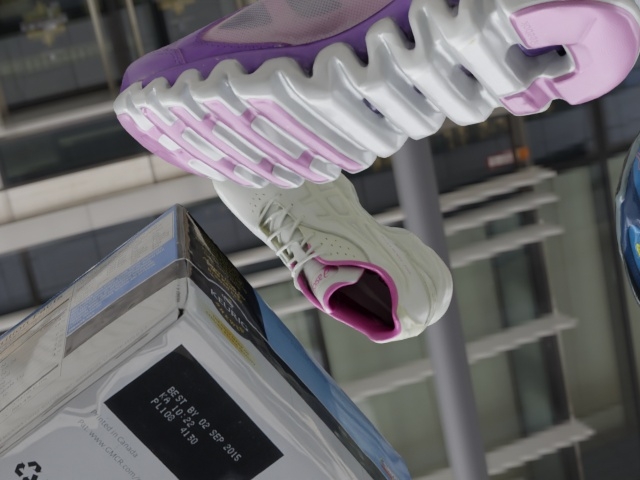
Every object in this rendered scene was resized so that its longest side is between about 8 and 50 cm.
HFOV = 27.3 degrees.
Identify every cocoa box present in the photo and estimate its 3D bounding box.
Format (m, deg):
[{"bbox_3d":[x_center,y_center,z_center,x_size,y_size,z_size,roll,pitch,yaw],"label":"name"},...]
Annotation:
[{"bbox_3d":[-0.093,0.191,1.073,0.231,0.347,0.228,-37,-158,8],"label":"cocoa box"}]

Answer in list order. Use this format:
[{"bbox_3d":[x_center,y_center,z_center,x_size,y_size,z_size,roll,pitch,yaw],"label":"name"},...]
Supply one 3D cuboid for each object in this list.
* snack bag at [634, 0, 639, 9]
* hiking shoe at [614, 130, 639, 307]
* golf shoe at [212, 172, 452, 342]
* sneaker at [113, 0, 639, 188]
[{"bbox_3d":[0.224,-0.238,0.790,0.037,0.342,0.323,-37,-114,-23],"label":"snack bag"},{"bbox_3d":[0.284,-0.054,0.999,0.113,0.304,0.132,8,-154,13],"label":"hiking shoe"},{"bbox_3d":[0.000,0.000,1.427,0.306,0.115,0.140,34,-151,9],"label":"golf shoe"},{"bbox_3d":[0.018,-0.096,0.572,0.236,0.105,0.095,-14,153,25],"label":"sneaker"}]
